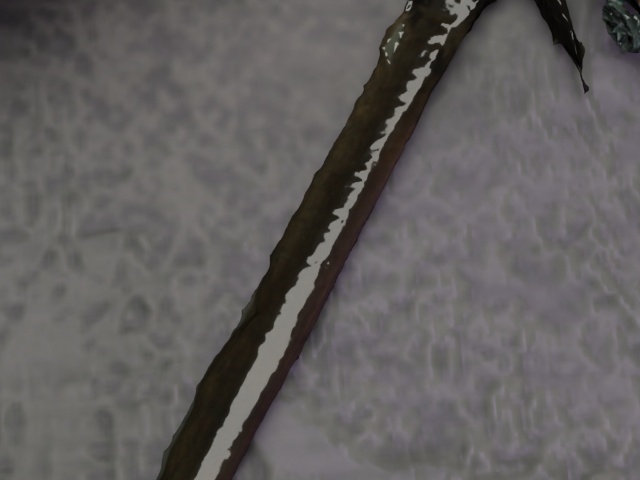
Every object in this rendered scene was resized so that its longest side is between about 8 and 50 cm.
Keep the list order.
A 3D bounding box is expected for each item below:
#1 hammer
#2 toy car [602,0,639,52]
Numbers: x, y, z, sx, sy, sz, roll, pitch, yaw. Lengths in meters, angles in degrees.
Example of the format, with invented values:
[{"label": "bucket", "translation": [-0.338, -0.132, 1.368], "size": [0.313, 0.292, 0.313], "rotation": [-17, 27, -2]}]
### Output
[{"label": "hammer", "translation": [0.000, 0.000, 0.774], "size": [0.125, 0.027, 0.297], "rotation": [28, 83, 16]}, {"label": "toy car", "translation": [0.121, -0.159, 0.767], "size": [0.095, 0.056, 0.205], "rotation": [-30, 78, -12]}]
